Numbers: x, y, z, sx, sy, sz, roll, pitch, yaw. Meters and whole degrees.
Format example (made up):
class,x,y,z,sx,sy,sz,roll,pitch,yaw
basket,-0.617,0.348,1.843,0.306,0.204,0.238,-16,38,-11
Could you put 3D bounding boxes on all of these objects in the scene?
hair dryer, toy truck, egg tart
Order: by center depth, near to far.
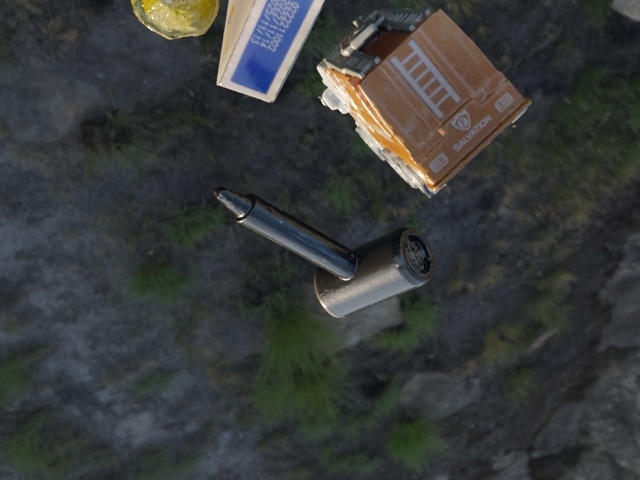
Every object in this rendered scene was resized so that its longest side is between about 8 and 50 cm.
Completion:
class,x,y,z,sx,sy,sz,roll,pitch,yaw
hair dryer,0.000,0.000,0.856,0.128,0.070,0.255,-23,142,36
egg tart,-0.163,-0.280,0.934,0.105,0.105,0.039,-15,177,-19
toy truck,0.110,-0.212,1.125,0.173,0.387,0.207,-43,108,3

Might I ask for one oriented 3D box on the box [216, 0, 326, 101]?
class,x,y,z,sx,sy,sz,roll,pitch,yaw
box,-0.036,-0.332,0.881,0.065,0.343,0.200,17,137,-18
